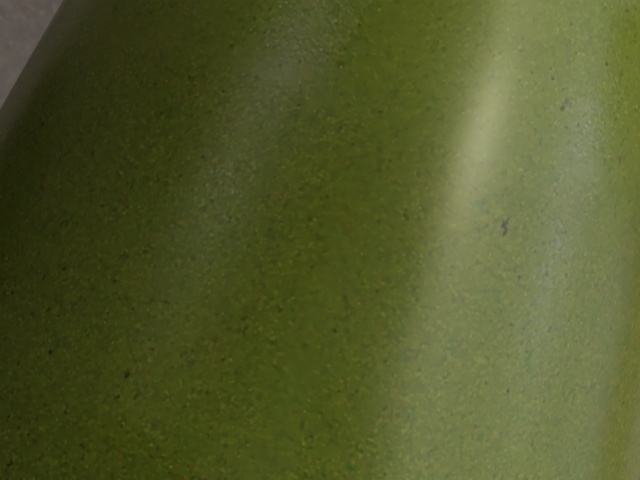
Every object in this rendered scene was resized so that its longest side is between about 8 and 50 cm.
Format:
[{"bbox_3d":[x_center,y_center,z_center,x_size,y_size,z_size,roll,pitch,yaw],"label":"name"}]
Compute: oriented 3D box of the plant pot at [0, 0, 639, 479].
[{"bbox_3d":[0.000,0.000,0.540,0.366,0.367,0.352,4,106,-66],"label":"plant pot"}]
